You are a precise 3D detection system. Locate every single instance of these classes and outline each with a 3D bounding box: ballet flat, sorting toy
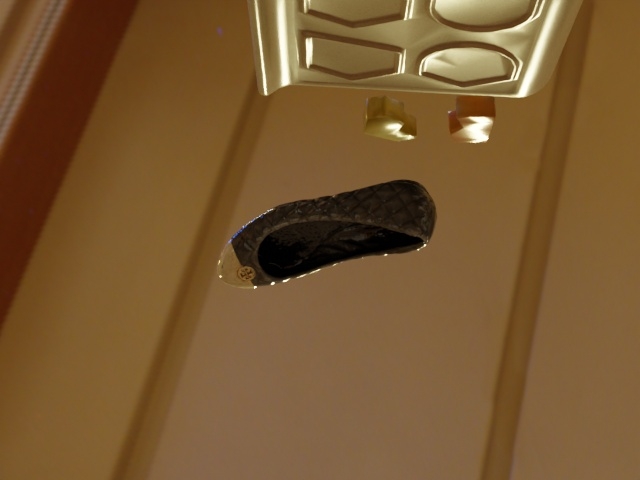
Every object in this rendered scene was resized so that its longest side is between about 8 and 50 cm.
[{"bbox_3d":[0.000,0.000,0.948,0.173,0.057,0.049,-19,-142,21],"label":"ballet flat"},{"bbox_3d":[0.066,-0.143,0.988,0.229,0.307,0.041,-1,-106,0],"label":"sorting toy"}]
